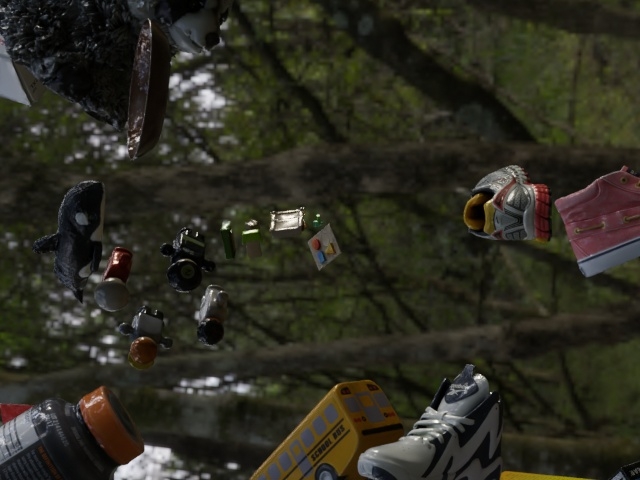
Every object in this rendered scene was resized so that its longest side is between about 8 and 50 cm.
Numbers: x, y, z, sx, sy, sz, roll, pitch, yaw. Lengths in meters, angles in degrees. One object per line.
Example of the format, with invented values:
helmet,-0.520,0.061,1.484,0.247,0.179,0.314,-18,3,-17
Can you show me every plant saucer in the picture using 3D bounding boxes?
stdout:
plant saucer,-0.202,-0.177,1.345,0.168,0.029,0.168,-173,90,-74

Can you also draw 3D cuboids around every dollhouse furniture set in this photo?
dollhouse furniture set,-0.095,-0.007,1.984,0.076,0.151,0.059,-90,-9,-61

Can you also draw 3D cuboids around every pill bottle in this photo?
pill bottle,-0.314,0.258,1.231,0.130,0.245,0.130,58,177,4

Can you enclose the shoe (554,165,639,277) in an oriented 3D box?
shoe,0.305,-0.037,1.031,0.081,0.178,0.063,67,-162,4

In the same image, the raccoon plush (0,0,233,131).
raccoon plush,-0.318,-0.371,1.567,0.299,0.446,0.216,-53,-9,8

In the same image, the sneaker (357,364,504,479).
sneaker,0.143,0.220,1.361,0.235,0.094,0.153,12,-92,-38

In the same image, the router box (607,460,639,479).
router box,0.501,0.361,1.579,0.179,0.133,0.046,-8,-36,-37

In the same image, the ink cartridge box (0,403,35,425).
ink cartridge box,-0.432,0.343,1.732,0.045,0.145,0.179,-29,-64,-64

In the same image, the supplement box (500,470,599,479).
supplement box,0.424,0.542,2.015,0.195,0.356,0.194,-12,-86,-44

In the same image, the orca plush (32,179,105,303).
orca plush,-0.429,-0.001,1.887,0.287,0.102,0.151,132,134,-60

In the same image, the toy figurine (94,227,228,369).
toy figurine,-0.272,0.105,1.993,0.148,0.213,0.210,-93,-13,-59

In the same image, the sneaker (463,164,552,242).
sneaker,0.222,-0.049,1.436,0.225,0.092,0.088,-127,36,-82

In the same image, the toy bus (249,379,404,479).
toy bus,-0.008,0.372,1.804,0.108,0.333,0.130,-2,-129,-46

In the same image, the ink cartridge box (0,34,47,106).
ink cartridge box,-0.585,-0.387,1.951,0.129,0.307,0.223,82,-150,-58

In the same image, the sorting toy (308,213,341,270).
sorting toy,0.000,0.000,1.870,0.012,0.062,0.083,4,-126,-43
